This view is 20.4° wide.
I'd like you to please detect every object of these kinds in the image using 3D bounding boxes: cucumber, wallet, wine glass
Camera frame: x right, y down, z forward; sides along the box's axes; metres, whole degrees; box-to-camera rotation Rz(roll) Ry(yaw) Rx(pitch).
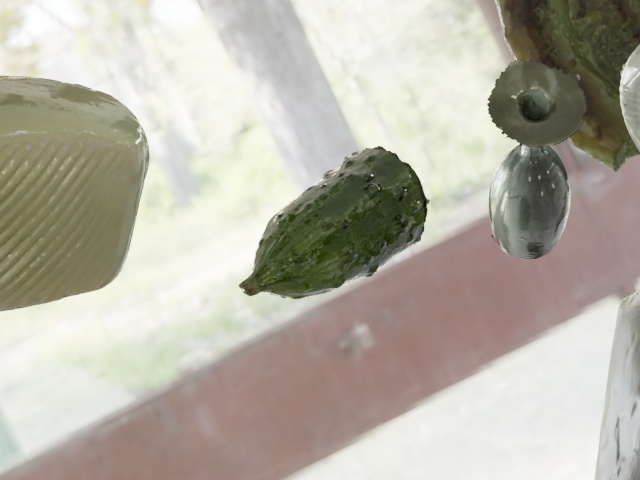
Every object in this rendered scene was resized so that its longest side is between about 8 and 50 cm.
[{"bbox_3d":[0.001,-0.002,1.963,0.244,0.134,0.134,-35,10,-38],"label":"cucumber"},{"bbox_3d":[0.364,0.219,2.027,0.051,0.378,0.197,13,-18,-12],"label":"wallet"},{"bbox_3d":[0.143,-0.046,1.195,0.066,0.066,0.198,-26,-24,-6],"label":"wine glass"}]

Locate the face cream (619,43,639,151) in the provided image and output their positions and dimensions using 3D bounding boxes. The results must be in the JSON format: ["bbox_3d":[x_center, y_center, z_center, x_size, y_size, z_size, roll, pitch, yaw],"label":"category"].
[{"bbox_3d":[0.363,-0.117,1.534,0.111,0.206,0.206,-43,13,-28],"label":"face cream"}]

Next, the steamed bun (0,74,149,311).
[{"bbox_3d":[-0.257,-0.047,1.329,0.238,0.170,0.152,-5,35,-34],"label":"steamed bun"}]

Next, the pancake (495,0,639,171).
[{"bbox_3d":[0.348,-0.291,2.067,0.304,0.427,0.067,10,-13,12],"label":"pancake"}]
